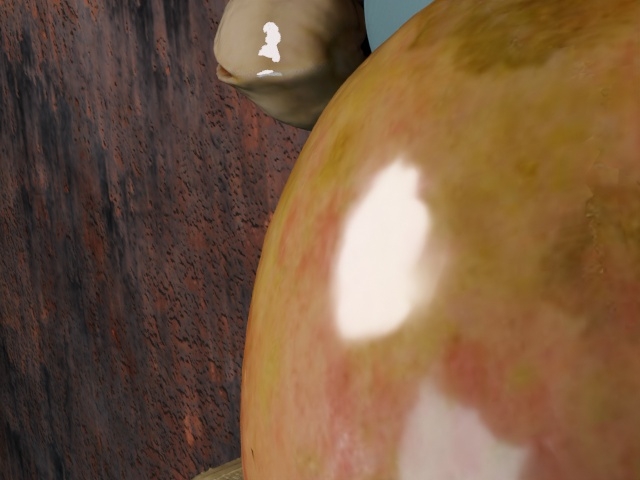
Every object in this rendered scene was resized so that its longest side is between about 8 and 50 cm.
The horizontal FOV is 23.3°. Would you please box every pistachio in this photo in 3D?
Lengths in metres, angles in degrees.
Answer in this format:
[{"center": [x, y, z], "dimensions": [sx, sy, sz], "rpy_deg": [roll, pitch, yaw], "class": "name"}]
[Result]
[{"center": [-0.021, -0.131, 1.061], "dimensions": [0.149, 0.113, 0.113], "rpy_deg": [21, 122, 61], "class": "pistachio"}]

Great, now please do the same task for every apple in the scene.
[{"center": [0.137, 0.053, 0.633], "dimensions": [0.364, 0.364, 0.364], "rpy_deg": [35, 133, 49], "class": "apple"}]

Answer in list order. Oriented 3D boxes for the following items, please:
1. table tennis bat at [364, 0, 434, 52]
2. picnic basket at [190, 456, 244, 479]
[{"center": [0.071, -0.094, 0.968], "dimensions": [0.149, 0.038, 0.237], "rpy_deg": [48, 148, 24], "class": "table tennis bat"}, {"center": [0.015, 0.273, 1.138], "dimensions": [0.139, 0.165, 0.267], "rpy_deg": [9, 112, 57], "class": "picnic basket"}]
